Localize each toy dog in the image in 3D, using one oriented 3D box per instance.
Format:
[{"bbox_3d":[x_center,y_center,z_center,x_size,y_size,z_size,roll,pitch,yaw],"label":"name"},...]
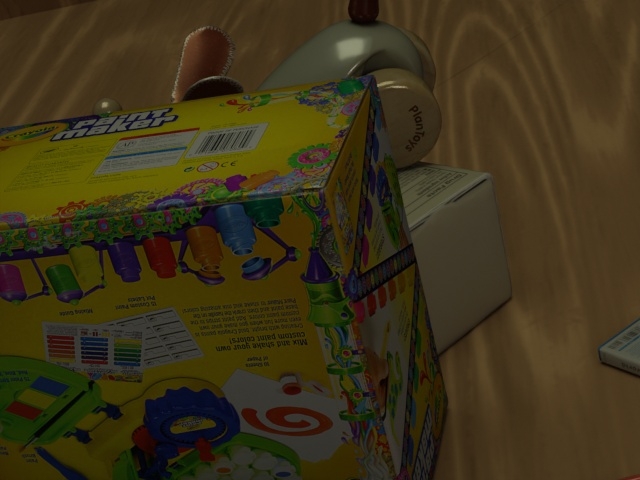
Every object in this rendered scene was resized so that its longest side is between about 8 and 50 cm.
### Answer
[{"bbox_3d":[-0.048,-0.136,1.186,0.334,0.161,0.220,-21,26,-16],"label":"toy dog"}]

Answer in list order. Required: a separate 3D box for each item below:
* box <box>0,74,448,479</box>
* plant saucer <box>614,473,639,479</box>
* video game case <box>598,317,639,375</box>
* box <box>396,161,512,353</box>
[{"bbox_3d":[-0.086,0.062,0.954,0.290,0.279,0.177,-6,27,16],"label":"box"},{"bbox_3d":[0.186,0.226,0.752,0.259,0.047,0.259,-14,25,1],"label":"plant saucer"},{"bbox_3d":[0.307,0.080,1.019,0.119,0.015,0.166,-29,29,-29],"label":"video game case"},{"bbox_3d":[0.000,0.000,1.215,0.148,0.121,0.311,-32,31,-34],"label":"box"}]
